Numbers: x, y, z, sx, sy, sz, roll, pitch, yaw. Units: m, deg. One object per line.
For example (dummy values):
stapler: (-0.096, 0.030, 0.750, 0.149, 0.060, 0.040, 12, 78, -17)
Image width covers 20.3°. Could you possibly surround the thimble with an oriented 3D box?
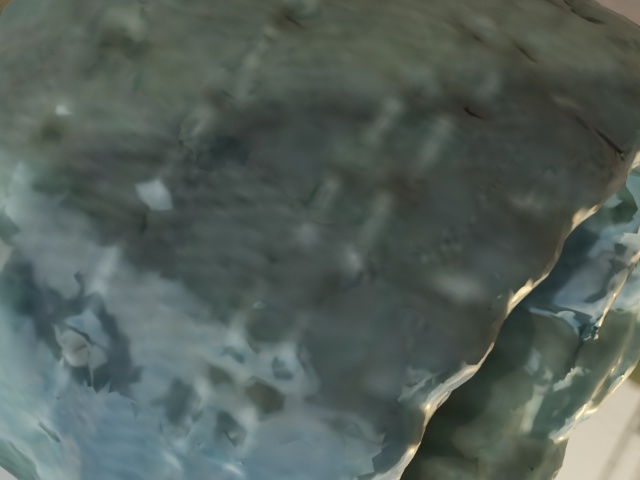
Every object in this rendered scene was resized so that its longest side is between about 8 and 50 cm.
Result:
thimble: (0.000, 0.000, 0.534, 0.172, 0.204, 0.250, 32, -146, 19)
